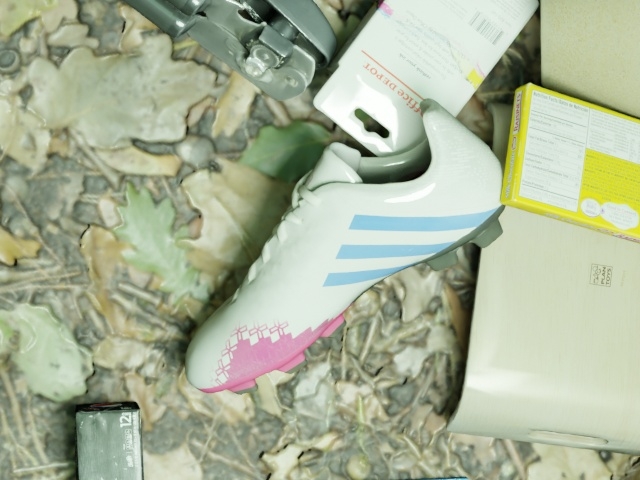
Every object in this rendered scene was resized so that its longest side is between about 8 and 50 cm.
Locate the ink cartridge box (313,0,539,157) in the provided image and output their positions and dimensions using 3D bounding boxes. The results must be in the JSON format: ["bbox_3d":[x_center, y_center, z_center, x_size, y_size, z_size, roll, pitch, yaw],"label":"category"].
[{"bbox_3d":[0.087,-0.167,1.616,0.115,0.067,0.198,38,86,-9],"label":"ink cartridge box"}]

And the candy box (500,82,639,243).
[{"bbox_3d":[0.251,-0.058,1.563,0.206,0.027,0.105,15,74,-26],"label":"candy box"}]

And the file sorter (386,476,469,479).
[{"bbox_3d":[0.059,0.280,1.611,0.170,0.104,0.118,-1,92,-8],"label":"file sorter"}]

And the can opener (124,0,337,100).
[{"bbox_3d":[-0.114,-0.230,1.595,0.283,0.076,0.095,37,55,-7],"label":"can opener"}]

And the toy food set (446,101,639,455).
[{"bbox_3d":[0.239,0.035,1.645,0.219,0.092,0.306,8,83,-8],"label":"toy food set"}]

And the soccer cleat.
[{"bbox_3d":[0.000,0.000,1.560,0.331,0.116,0.143,-33,113,7],"label":"soccer cleat"}]

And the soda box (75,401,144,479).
[{"bbox_3d":[-0.185,0.229,1.599,0.060,0.053,0.169,-2,92,-7],"label":"soda box"}]

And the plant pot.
[{"bbox_3d":[0.330,-0.200,1.579,0.274,0.256,0.257,1,92,7],"label":"plant pot"}]
